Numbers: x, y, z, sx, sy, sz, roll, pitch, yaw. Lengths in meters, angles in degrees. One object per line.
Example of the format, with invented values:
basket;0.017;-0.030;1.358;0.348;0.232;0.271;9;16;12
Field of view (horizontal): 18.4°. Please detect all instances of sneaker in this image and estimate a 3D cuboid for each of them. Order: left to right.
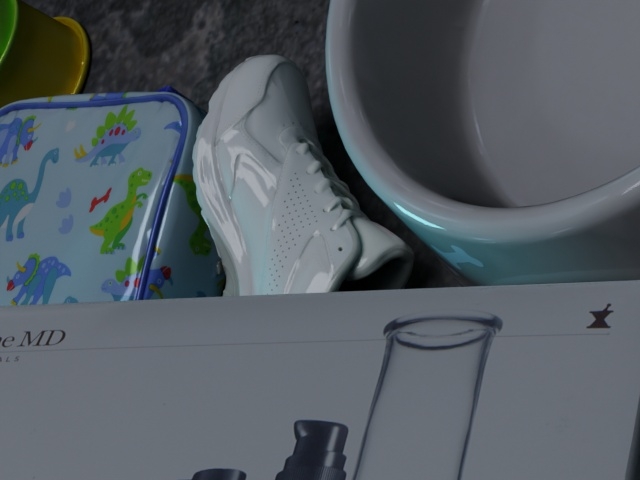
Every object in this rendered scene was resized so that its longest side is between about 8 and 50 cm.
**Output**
sneaker;0.000;0.000;1.069;0.115;0.090;0.232;-17;67;30

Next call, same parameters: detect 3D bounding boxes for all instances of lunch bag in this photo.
lunch bag;-0.137;-0.003;1.187;0.219;0.090;0.176;0;70;44

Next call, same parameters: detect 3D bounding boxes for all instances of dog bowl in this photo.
dog bowl;0.147;-0.126;0.970;0.348;0.102;0.349;-22;54;35

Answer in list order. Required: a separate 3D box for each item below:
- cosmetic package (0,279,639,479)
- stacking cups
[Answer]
cosmetic package;-0.049;0.155;0.822;0.377;0.097;0.284;-3;44;22
stacking cups;-0.296;-0.163;1.258;0.096;0.316;0.096;-23;55;37
